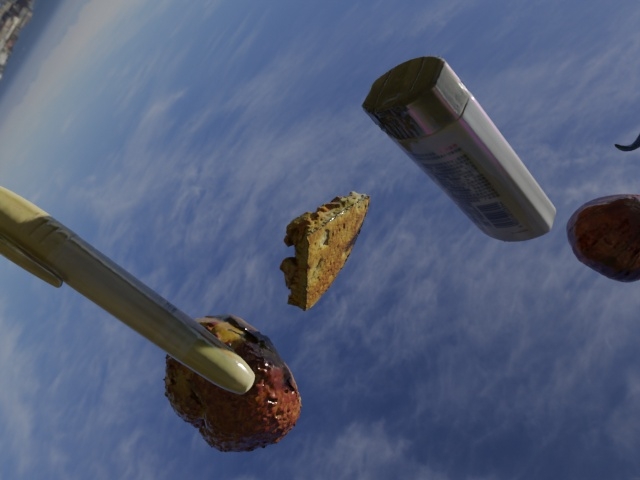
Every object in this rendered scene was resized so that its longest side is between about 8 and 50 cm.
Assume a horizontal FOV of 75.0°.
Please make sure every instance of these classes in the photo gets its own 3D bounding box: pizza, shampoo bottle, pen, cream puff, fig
[{"bbox_3d":[0.000,0.000,0.524,0.046,0.134,0.175,28,-103,28],"label":"pizza"},{"bbox_3d":[0.141,-0.075,0.402,0.086,0.227,0.056,4,-115,54],"label":"shampoo bottle"},{"bbox_3d":[-0.144,0.039,0.292,0.032,0.233,0.040,-47,-173,43],"label":"pen"},{"bbox_3d":[-0.147,0.225,0.652,0.164,0.240,0.240,-31,-153,-32],"label":"cream puff"},{"bbox_3d":[0.429,-0.008,0.576,0.150,0.128,0.129,-15,-124,37],"label":"fig"}]

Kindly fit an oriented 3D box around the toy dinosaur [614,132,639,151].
[{"bbox_3d":[0.712,-0.281,0.881,0.247,0.188,0.075,-37,-144,56],"label":"toy dinosaur"}]
